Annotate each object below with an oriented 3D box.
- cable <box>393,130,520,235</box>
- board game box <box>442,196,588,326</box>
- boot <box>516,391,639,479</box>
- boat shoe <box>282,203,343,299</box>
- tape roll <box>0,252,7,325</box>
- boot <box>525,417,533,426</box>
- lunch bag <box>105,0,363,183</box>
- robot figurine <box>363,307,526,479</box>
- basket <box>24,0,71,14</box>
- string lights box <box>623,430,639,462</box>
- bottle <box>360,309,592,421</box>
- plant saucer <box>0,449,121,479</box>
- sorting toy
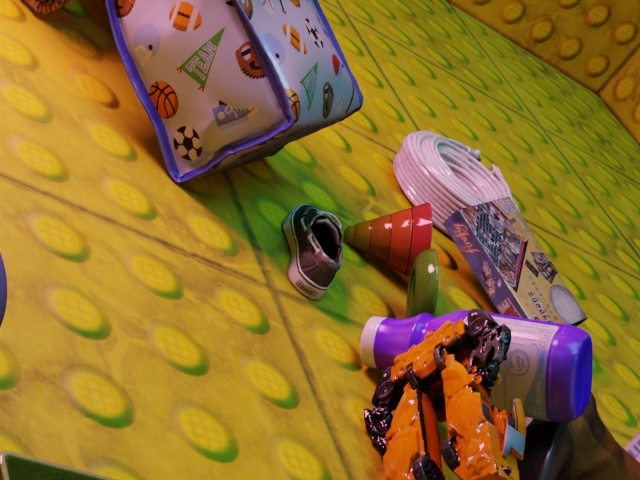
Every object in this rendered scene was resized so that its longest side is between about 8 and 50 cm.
[{"bbox_3d":[0.237,-0.090,2.483,0.257,0.089,0.257,25,26,-32],"label":"cable"},{"bbox_3d":[0.316,0.049,2.281,0.165,0.042,0.243,-13,67,-51],"label":"board game box"},{"bbox_3d":[0.332,0.332,1.787,0.280,0.096,0.264,51,36,-22],"label":"boot"},{"bbox_3d":[0.000,0.000,1.922,0.077,0.070,0.219,32,22,-19],"label":"boat shoe"},{"bbox_3d":[-0.345,0.042,1.089,0.189,0.189,0.080,37,20,-6],"label":"tape roll"},{"bbox_3d":[0.283,0.226,1.924,0.213,0.077,0.165,45,22,-3],"label":"boot"},{"bbox_3d":[-0.131,-0.309,1.954,0.386,0.238,0.328,65,20,1],"label":"lunch bag"},{"bbox_3d":[0.143,0.206,1.580,0.085,0.211,0.291,43,25,-24],"label":"robot figurine"},{"bbox_3d":[-0.387,-0.511,2.045,0.299,0.223,0.213,44,37,16],"label":"basket"},{"bbox_3d":[0.532,0.372,1.964,0.076,0.133,0.260,9,36,-52],"label":"string lights box"},{"bbox_3d":[0.188,0.145,1.731,0.282,0.118,0.092,8,24,25],"label":"bottle"},{"bbox_3d":[-0.172,0.267,1.121,0.188,0.045,0.188,23,26,-36],"label":"plant saucer"},{"bbox_3d":[0.096,0.057,1.973,0.126,0.127,0.365,6,29,-3],"label":"sorting toy"}]
